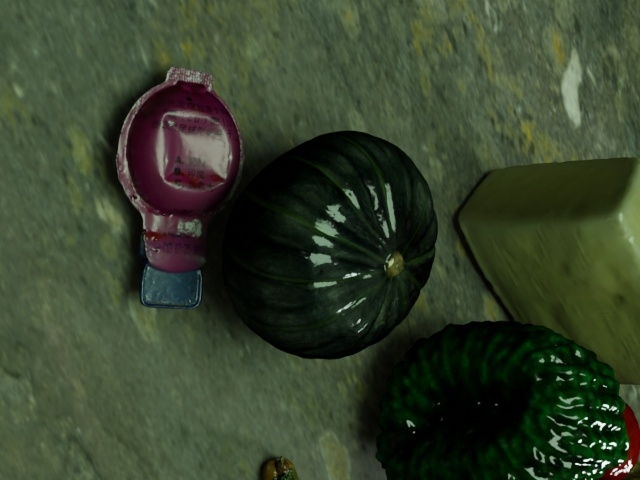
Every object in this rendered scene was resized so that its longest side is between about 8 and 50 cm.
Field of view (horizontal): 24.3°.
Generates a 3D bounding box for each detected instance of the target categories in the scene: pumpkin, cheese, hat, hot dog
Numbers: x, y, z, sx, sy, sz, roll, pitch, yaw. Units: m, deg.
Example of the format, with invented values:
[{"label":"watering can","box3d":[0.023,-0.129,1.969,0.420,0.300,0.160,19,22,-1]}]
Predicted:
[{"label":"pumpkin","box3d":[0.000,0.000,1.535,0.250,0.216,0.250,-47,152,-35]},{"label":"cheese","box3d":[-0.143,-0.053,1.504,0.155,0.062,0.244,4,91,-37]},{"label":"hat","box3d":[0.248,0.231,1.708,0.332,0.274,0.242,22,75,-45]},{"label":"cheese","box3d":[0.323,0.040,1.761,0.265,0.242,0.124,56,51,-26]},{"label":"hot dog","box3d":[-0.035,0.297,1.619,0.056,0.041,0.133,-19,104,-36]}]

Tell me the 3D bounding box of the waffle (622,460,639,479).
[{"label":"waffle","box3d":[0.443,0.367,1.847,0.324,0.261,0.151,3,93,-18]}]
